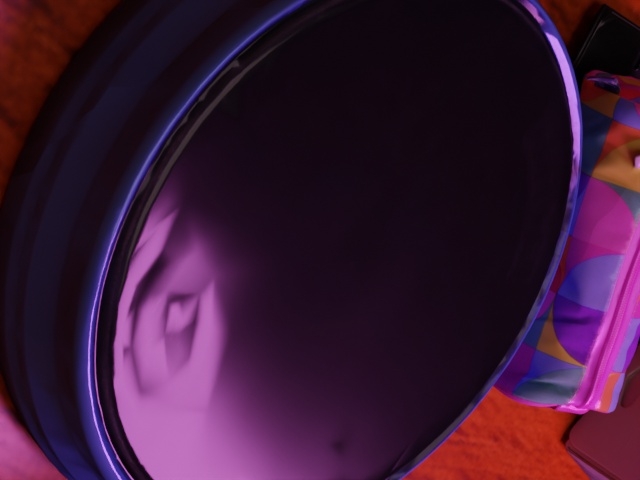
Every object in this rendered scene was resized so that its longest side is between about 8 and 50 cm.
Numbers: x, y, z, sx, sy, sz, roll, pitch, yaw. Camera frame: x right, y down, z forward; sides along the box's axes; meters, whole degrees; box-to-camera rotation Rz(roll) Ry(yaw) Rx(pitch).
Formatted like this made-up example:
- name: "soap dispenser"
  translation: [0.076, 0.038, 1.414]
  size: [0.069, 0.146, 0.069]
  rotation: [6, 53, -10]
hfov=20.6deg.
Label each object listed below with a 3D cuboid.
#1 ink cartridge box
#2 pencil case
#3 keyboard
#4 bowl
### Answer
- name: "ink cartridge box"
  translation: [0.307, 0.169, 1.438]
  size: [0.154, 0.093, 0.212]
  rotation: [-51, 139, -8]
- name: "pencil case"
  translation: [0.186, 0.001, 1.164]
  size: [0.104, 0.104, 0.236]
  rotation: [-2, 115, -45]
- name: "keyboard"
  translation: [0.177, -0.065, 1.204]
  size: [0.108, 0.023, 0.180]
  rotation: [22, 100, -44]
- name: "bowl"
  translation: [0.000, 0.000, 1.010]
  size: [0.391, 0.077, 0.391]
  rotation: [-23, 129, -32]
